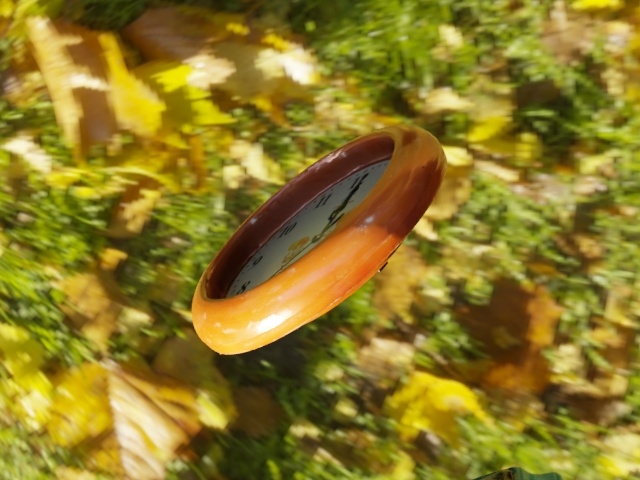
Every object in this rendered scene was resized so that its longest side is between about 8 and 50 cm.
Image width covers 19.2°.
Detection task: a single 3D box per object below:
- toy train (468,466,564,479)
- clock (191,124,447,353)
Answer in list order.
[{"bbox_3d":[0.094,0.228,1.179,0.198,0.107,0.154,-17,121,7],"label":"toy train"},{"bbox_3d":[0.000,0.000,1.260,0.205,0.205,0.051,-42,108,-9],"label":"clock"}]
